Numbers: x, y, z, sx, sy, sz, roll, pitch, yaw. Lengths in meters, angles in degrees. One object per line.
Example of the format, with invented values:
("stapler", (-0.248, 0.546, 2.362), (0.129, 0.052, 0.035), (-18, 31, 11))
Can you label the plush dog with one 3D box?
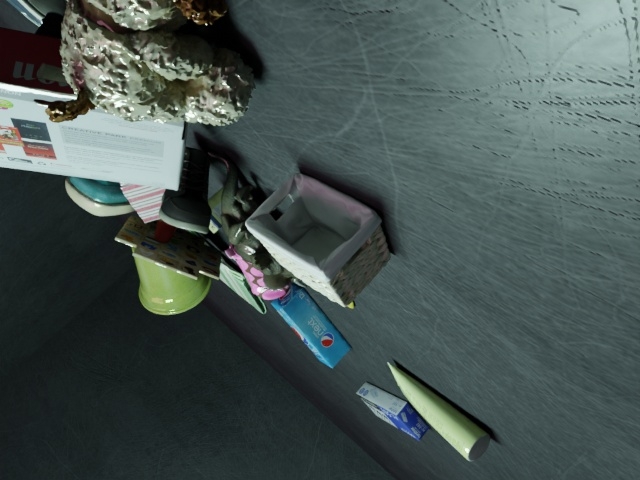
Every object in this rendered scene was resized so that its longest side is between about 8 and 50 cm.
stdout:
("plush dog", (-0.209, -0.250, 0.617), (0.262, 0.211, 0.225), (39, 136, 18))

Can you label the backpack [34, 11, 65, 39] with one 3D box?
("backpack", (-0.411, -0.279, 1.004), (0.166, 0.144, 0.188), (16, 161, 2))

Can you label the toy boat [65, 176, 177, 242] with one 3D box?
("toy boat", (-0.511, -0.132, 1.567), (0.318, 0.148, 0.267), (33, -154, 8))

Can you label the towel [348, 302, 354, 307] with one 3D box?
("towel", (0.037, 0.095, 1.081), (0.060, 0.009, 0.083), (36, 161, 30))

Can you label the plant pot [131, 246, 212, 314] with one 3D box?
("plant pot", (-0.556, 0.083, 2.056), (0.276, 0.276, 0.253), (34, 148, 33))

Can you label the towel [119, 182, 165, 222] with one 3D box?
("towel", (-0.398, -0.115, 1.411), (0.197, 0.144, 0.029), (85, 167, -64))

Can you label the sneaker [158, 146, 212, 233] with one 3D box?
("sneaker", (-0.230, -0.095, 1.002), (0.083, 0.118, 0.222), (15, -166, -27))

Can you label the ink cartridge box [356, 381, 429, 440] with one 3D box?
("ink cartridge box", (0.180, 0.430, 1.449), (0.097, 0.046, 0.207), (50, 162, -16))

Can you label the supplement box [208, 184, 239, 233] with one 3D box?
("supplement box", (-0.194, -0.065, 1.123), (0.056, 0.083, 0.083), (48, 162, -7))

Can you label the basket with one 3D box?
("basket", (0.000, 0.000, 0.777), (0.167, 0.113, 0.103), (31, 160, 40))

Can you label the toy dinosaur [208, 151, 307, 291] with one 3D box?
("toy dinosaur", (-0.125, -0.011, 1.033), (0.313, 0.121, 0.160), (45, 157, -8))

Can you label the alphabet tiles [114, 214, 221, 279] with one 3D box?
("alphabet tiles", (-0.414, 0.016, 1.595), (0.285, 0.011, 0.342), (23, -168, -14))

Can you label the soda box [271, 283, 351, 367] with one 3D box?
("soda box", (-0.021, 0.202, 1.351), (0.210, 0.071, 0.067), (53, 161, -22))

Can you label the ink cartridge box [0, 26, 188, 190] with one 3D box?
("ink cartridge box", (-0.345, -0.194, 0.813), (0.310, 0.130, 0.272), (7, 163, -16))

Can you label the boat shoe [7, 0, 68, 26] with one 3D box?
("boat shoe", (-0.556, -0.481, 1.011), (0.254, 0.095, 0.079), (42, 154, -21))

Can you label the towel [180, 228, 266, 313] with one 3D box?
("towel", (-0.318, 0.092, 1.852), (0.325, 0.038, 0.247), (35, 161, 26))

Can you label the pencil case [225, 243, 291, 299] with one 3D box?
("pencil case", (-0.128, 0.052, 1.214), (0.095, 0.098, 0.209), (41, 163, 32))

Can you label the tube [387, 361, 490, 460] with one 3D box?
("tube", (0.221, 0.328, 1.116), (0.240, 0.062, 0.070), (34, 116, 47))
